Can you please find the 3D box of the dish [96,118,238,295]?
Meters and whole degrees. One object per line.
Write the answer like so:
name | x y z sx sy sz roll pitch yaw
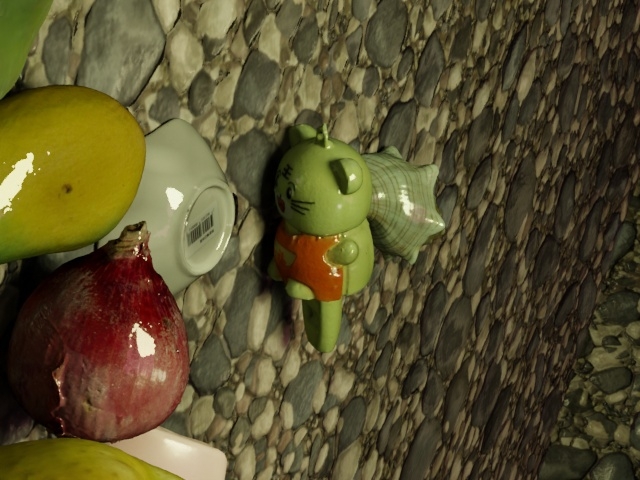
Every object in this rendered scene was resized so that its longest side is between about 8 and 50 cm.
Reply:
dish | -0.131 -0.017 1.314 0.191 0.066 0.190 -39 137 -50

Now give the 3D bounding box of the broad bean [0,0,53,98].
broad bean | -0.256 -0.159 0.955 0.169 0.100 0.228 69 41 -61

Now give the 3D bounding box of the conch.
conch | 0.103 -0.053 1.723 0.234 0.114 0.137 58 38 -50

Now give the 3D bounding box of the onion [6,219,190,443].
onion | -0.181 0.073 1.163 0.159 0.159 0.195 -17 124 -60

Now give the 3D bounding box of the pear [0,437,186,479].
pear | -0.232 0.333 0.984 0.418 0.362 0.362 -45 150 -2

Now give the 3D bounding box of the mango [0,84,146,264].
mango | -0.225 -0.053 1.081 0.237 0.091 0.137 -18 113 -60

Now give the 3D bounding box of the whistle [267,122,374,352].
whistle | 0.000 0.000 1.534 0.106 0.131 0.288 -15 124 -27

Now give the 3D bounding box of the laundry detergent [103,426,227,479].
laundry detergent | -0.205 0.341 1.315 0.159 0.088 0.335 25 81 -28
